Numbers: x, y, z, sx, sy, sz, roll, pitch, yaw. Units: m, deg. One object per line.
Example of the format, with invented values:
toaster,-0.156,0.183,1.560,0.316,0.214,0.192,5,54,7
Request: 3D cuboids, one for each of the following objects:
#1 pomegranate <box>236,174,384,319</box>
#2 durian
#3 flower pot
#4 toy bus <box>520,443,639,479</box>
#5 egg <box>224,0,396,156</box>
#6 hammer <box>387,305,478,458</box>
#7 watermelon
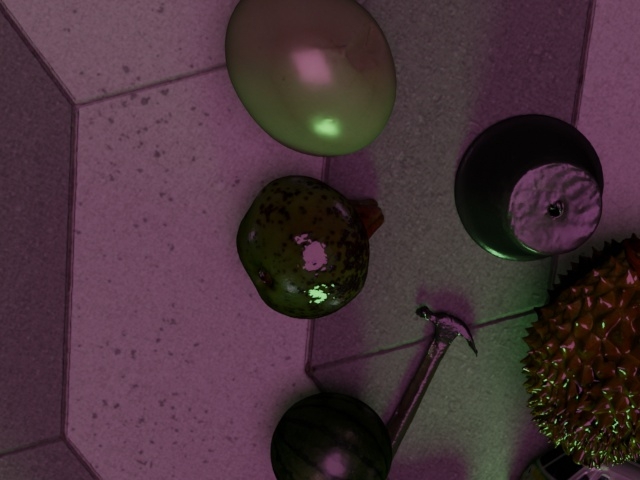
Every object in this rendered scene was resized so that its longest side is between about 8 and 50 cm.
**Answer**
pomegranate,0.000,0.000,1.561,0.248,0.214,0.214,-26,109,-37
durian,0.473,0.163,1.566,0.348,0.347,0.384,33,83,-12
flower pot,0.330,-0.062,1.581,0.235,0.148,0.235,-1,106,-5
toy bus,0.480,0.439,1.725,0.306,0.143,0.179,25,98,-10
egg,-0.011,-0.238,1.467,0.219,0.219,0.269,-37,121,5
hammer,0.150,0.252,1.706,0.125,0.027,0.297,25,100,-6
watermelon,0.028,0.334,1.631,0.215,0.188,0.188,28,101,4
